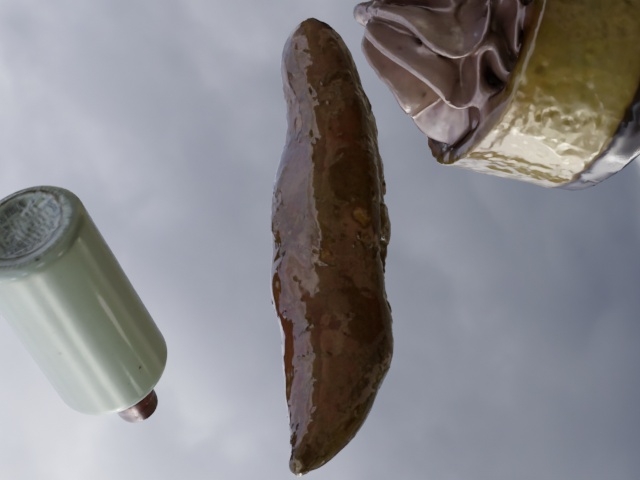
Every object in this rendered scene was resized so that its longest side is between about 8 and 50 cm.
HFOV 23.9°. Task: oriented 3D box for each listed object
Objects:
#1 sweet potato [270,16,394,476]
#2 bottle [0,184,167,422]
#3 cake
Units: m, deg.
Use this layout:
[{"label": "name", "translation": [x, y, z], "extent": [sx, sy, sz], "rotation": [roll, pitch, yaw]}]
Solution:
[{"label": "sweet potato", "translation": [0.006, 0.008, 1.126], "extent": [0.106, 0.095, 0.354], "rotation": [35, -128, -58]}, {"label": "bottle", "translation": [-0.198, 0.069, 1.264], "extent": [0.104, 0.104, 0.245], "rotation": [-102, -9, -46]}, {"label": "cake", "translation": [0.114, -0.141, 0.980], "extent": [0.178, 0.208, 0.185], "rotation": [16, -110, -25]}]
